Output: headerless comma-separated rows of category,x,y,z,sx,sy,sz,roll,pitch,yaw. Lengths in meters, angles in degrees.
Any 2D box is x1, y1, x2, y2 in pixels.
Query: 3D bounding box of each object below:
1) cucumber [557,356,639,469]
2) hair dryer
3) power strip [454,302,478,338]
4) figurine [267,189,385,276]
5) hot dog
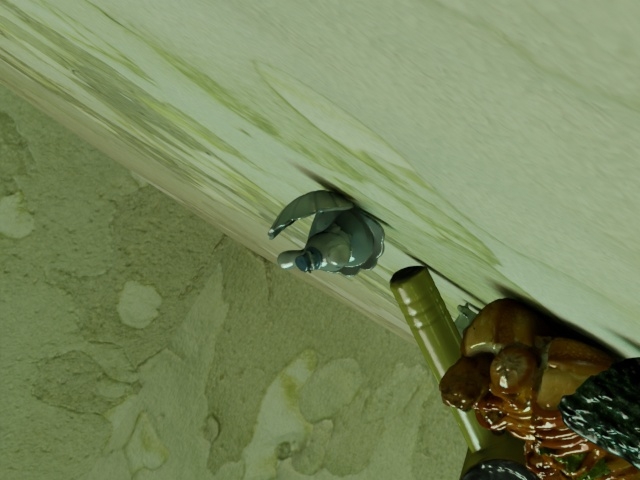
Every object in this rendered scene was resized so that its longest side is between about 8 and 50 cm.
cucumber,0.285,0.153,1.064,0.265,0.077,0.077,29,176,41
hair dryer,0.144,0.144,1.523,0.278,0.090,0.135,63,-159,-14
power strip,0.242,0.153,1.648,0.272,0.052,0.078,33,176,-27
figurine,0.000,0.000,1.315,0.086,0.094,0.082,-26,-86,-61
hot dog,0.212,0.154,1.374,0.158,0.117,0.349,31,176,26
